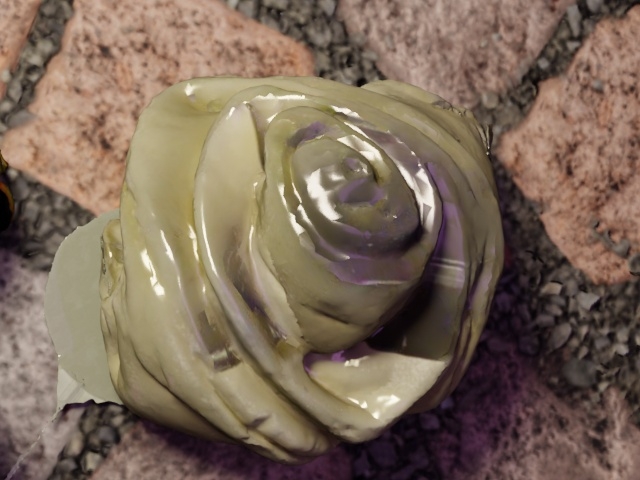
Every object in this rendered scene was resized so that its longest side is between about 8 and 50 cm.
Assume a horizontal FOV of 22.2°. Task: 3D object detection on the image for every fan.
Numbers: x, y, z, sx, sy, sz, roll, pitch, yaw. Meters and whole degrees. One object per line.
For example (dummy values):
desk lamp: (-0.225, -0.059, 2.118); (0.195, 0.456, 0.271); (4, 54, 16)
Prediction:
fan: (-0.193, 0.108, 1.386); (0.182, 0.010, 0.310); (43, 74, -14)

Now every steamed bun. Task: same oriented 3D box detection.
steamed bun: (0.000, 0.000, 1.330); (0.394, 0.237, 0.346); (-43, 100, -16)

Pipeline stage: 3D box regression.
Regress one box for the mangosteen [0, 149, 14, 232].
mangosteen: (-0.306, -0.040, 1.302); (0.151, 0.137, 0.137); (-38, 103, -50)
